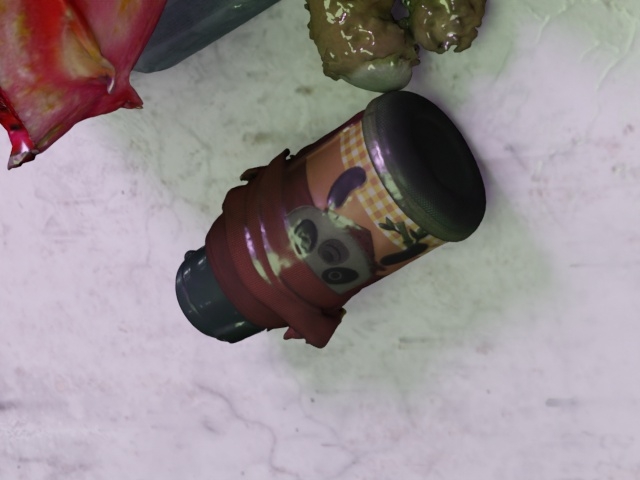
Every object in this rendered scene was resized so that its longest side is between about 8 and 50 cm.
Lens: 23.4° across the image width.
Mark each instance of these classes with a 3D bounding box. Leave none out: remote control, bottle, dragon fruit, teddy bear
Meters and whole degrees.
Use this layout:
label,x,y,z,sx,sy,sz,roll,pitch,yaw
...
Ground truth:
label,x,y,z,sx,sy,sz,roll,pitch,yaw
remote control,-0.099,-0.223,1.295,0.247,0.052,0.104,-28,93,29
bottle,0.000,0.000,1.265,0.271,0.143,0.156,-32,64,30
dragon fruit,-0.223,-0.263,1.150,0.249,0.386,0.371,-34,103,-7
teddy bear,0.084,-0.236,1.133,0.256,0.156,0.267,2,147,28
